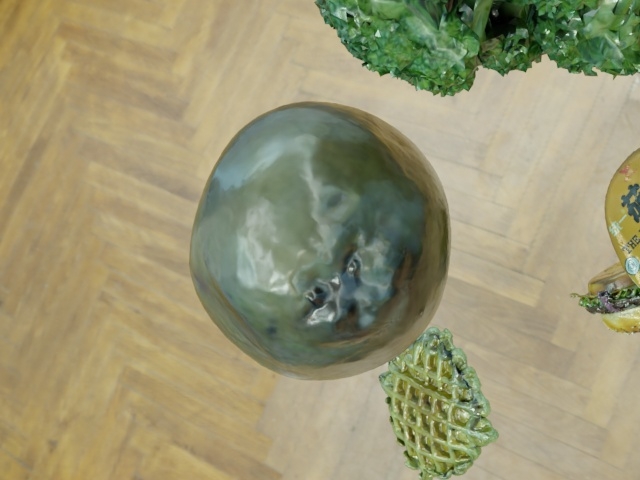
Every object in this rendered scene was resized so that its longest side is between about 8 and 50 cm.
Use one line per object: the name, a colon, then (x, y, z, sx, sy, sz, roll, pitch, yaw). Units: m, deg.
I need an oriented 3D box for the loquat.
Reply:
loquat: (0.000, 0.000, 0.614, 0.179, 0.227, 0.179, 1, 77, -3)

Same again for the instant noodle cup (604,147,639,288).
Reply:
instant noodle cup: (0.459, -0.036, 1.059, 0.215, 0.172, 0.216, 32, 135, 39)

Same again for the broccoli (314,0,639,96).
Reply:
broccoli: (0.126, -0.205, 0.463, 0.275, 0.308, 0.308, 24, 86, 38)

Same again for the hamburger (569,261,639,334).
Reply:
hamburger: (0.435, 0.067, 1.255, 0.164, 0.189, 0.093, -27, 87, -10)

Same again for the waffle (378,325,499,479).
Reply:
waffle: (0.163, 0.235, 1.350, 0.208, 0.054, 0.214, -55, 47, 48)
